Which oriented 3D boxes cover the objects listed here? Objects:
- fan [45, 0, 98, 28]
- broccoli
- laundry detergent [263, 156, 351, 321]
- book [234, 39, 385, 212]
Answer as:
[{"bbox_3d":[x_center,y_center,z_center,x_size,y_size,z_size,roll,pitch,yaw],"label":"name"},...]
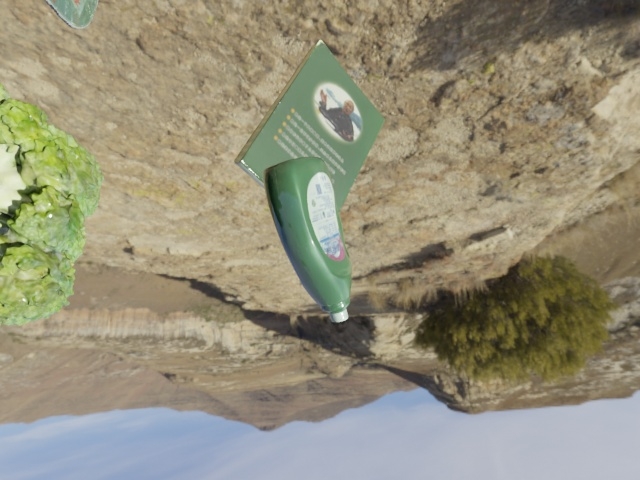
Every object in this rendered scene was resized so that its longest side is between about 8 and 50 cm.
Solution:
[{"bbox_3d":[-0.356,-0.454,0.532,0.012,0.294,0.223,2,-176,-1],"label":"fan"},{"bbox_3d":[-0.379,-0.018,0.416,0.186,0.302,0.254,-13,134,39],"label":"broccoli"},{"bbox_3d":[0.000,0.000,0.521,0.063,0.211,0.137,-16,-175,23],"label":"laundry detergent"},{"bbox_3d":[-0.003,-0.227,0.898,0.260,0.371,0.043,41,153,-29],"label":"book"}]
